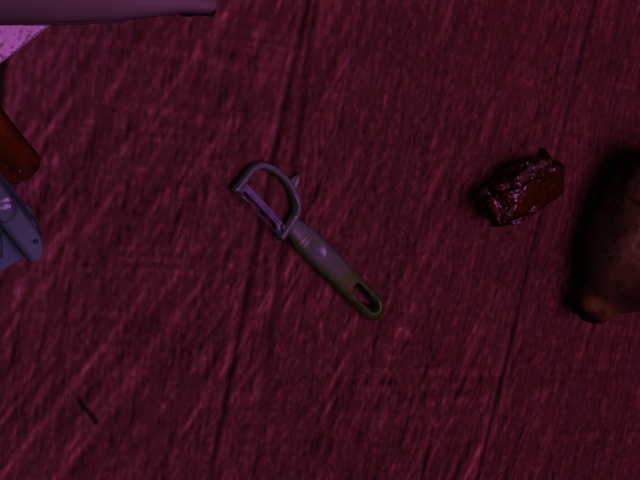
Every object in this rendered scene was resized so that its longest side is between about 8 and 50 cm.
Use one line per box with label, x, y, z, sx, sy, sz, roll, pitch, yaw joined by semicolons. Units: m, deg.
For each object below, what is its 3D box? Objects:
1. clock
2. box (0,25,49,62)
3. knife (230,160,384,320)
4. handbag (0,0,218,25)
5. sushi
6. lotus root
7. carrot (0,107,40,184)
clock;-0.269;0.003;0.905;0.135;0.041;0.101;-35;127;-2
box;-0.196;-0.217;0.920;0.198;0.029;0.109;-42;124;-19
knife;-0.001;0.000;1.139;0.212;0.015;0.054;47;66;-35
handbag;-0.142;-0.262;0.863;0.315;0.109;0.241;-13;109;-34
sushi;0.192;-0.050;1.243;0.120;0.052;0.055;-28;118;-28
lotus root;0.337;-0.002;1.328;0.138;0.138;0.214;26;98;-39
carrot;-0.255;-0.100;0.897;0.055;0.055;0.161;-48;131;-16
